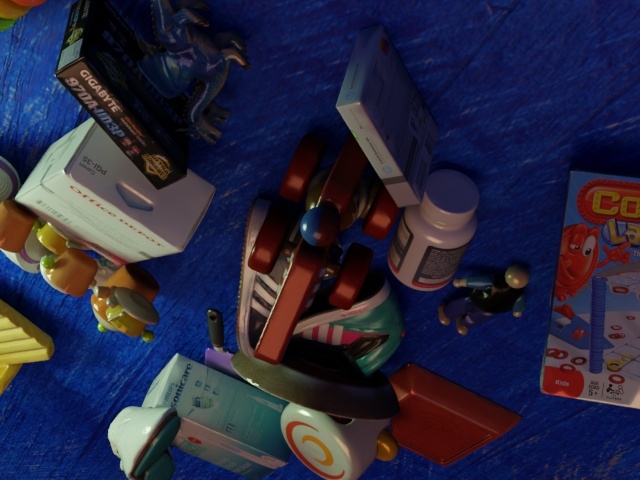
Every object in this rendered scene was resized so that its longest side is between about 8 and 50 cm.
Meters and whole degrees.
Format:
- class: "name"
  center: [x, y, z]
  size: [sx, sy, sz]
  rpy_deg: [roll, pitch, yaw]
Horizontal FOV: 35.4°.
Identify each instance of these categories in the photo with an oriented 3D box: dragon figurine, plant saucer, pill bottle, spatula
- class: "dragon figurine"
  center: [-0.189, -0.241, 1.290]
  size: [0.144, 0.085, 0.289]
  rpy_deg: [-34, 131, 17]
- class: "plant saucer"
  center: [-0.003, 0.232, 1.764]
  size: [0.310, 0.050, 0.310]
  rpy_deg: [15, -173, -2]
- class: "pill bottle"
  center: [0.168, -0.016, 1.456]
  size: [0.108, 0.108, 0.180]
  rpy_deg: [17, 143, 0]
- class: "plant saucer"
  center: [0.216, 0.357, 1.967]
  size: [0.258, 0.048, 0.259]
  rpy_deg: [27, 143, -13]
- class: "spatula"
  center: [-0.193, 0.203, 1.932]
  size: [0.084, 0.030, 0.296]
  rpy_deg: [14, 152, 7]

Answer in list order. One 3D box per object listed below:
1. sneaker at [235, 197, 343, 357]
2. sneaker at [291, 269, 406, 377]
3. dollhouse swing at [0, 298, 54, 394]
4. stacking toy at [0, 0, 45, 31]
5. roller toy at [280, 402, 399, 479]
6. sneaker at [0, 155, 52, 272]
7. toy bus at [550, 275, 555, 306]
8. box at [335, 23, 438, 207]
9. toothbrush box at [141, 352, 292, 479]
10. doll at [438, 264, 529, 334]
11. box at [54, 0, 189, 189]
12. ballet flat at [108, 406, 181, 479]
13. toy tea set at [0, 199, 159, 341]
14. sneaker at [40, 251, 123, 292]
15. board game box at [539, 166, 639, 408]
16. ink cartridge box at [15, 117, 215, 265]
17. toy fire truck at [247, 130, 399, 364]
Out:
- class: "sneaker"
  center: [-0.049, 0.075, 1.610]
  size: [0.153, 0.099, 0.282]
  rpy_deg: [9, 116, 6]
- class: "sneaker"
  center: [0.028, 0.161, 1.737]
  size: [0.295, 0.124, 0.178]
  rpy_deg: [-15, 123, 34]
- class: "dollhouse swing"
  center: [-0.783, 0.251, 2.050]
  size: [0.305, 0.315, 0.347]
  rpy_deg: [6, 146, 49]
- class: "stacking toy"
  center: [-0.431, -0.323, 1.293]
  size: [0.330, 0.141, 0.141]
  rpy_deg: [-16, 132, 31]
- class: "roller toy"
  center: [0.036, 0.354, 1.925]
  size: [0.209, 0.146, 0.191]
  rpy_deg: [-12, 114, 52]
- class: "sneaker"
  center: [-0.545, -0.064, 1.711]
  size: [0.152, 0.114, 0.305]
  rpy_deg: [25, 153, 32]
- class: "toy bus"
  center: [0.481, 0.126, 1.498]
  size: [0.220, 0.149, 0.211]
  rpy_deg: [-12, 148, 30]
- class: "box"
  center: [0.090, -0.156, 1.277]
  size: [0.038, 0.145, 0.186]
  rpy_deg: [-8, 137, 28]
- class: "toothbrush box"
  center: [-0.213, 0.372, 2.077]
  size: [0.295, 0.126, 0.216]
  rpy_deg: [27, 150, -11]
- class: "doll"
  center: [0.264, 0.090, 1.605]
  size: [0.129, 0.046, 0.189]
  rpy_deg: [29, 142, -17]
- class: "box"
  center: [-0.255, -0.199, 1.332]
  size: [0.051, 0.175, 0.220]
  rpy_deg: [-25, 129, 17]
- class: "ballet flat"
  center: [-0.360, 0.403, 1.983]
  size: [0.139, 0.139, 0.400]
  rpy_deg: [17, 151, 1]
- class: "toy tea set"
  center: [-0.412, 0.062, 1.638]
  size: [0.336, 0.200, 0.124]
  rpy_deg: [38, 101, -7]
- class: "sneaker"
  center: [-0.395, 0.051, 1.776]
  size: [0.094, 0.080, 0.212]
  rpy_deg: [-29, 152, 26]
- class: "board game box"
  center: [0.462, 0.071, 1.316]
  size: [0.308, 0.086, 0.302]
  rpy_deg: [7, 99, 13]
- class: "ink cartridge box"
  center: [-0.312, -0.068, 1.509]
  size: [0.207, 0.117, 0.283]
  rpy_deg: [36, 158, -22]
- class: "toy fire truck"
  center: [0.000, 0.000, 1.382]
  size: [0.169, 0.254, 0.302]
  rpy_deg: [24, 113, -1]
